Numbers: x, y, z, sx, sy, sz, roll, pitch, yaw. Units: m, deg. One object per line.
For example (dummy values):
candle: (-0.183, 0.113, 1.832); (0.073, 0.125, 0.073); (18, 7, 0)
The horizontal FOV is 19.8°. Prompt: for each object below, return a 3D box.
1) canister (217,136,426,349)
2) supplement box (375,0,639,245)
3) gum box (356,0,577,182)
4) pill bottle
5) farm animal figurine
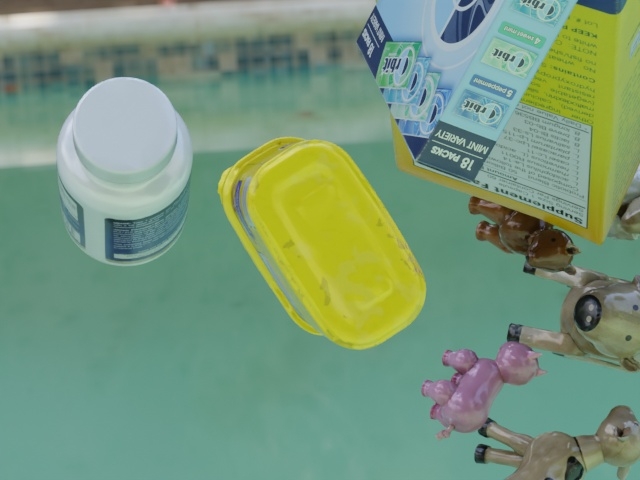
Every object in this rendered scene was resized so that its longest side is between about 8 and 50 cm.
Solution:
canister: (0.000, 0.000, 1.068); (0.073, 0.126, 0.170); (-33, 5, -4)
supplement box: (0.171, -0.187, 1.414); (0.194, 0.195, 0.356); (22, -24, 17)
gum box: (0.091, -0.149, 1.000); (0.041, 0.184, 0.157); (18, 25, -22)
pill bottle: (-0.136, -0.050, 1.279); (0.094, 0.094, 0.169); (-5, -17, -8)
farm animal figurine: (0.247, 0.097, 1.657); (0.172, 0.330, 0.326); (13, 16, 34)
